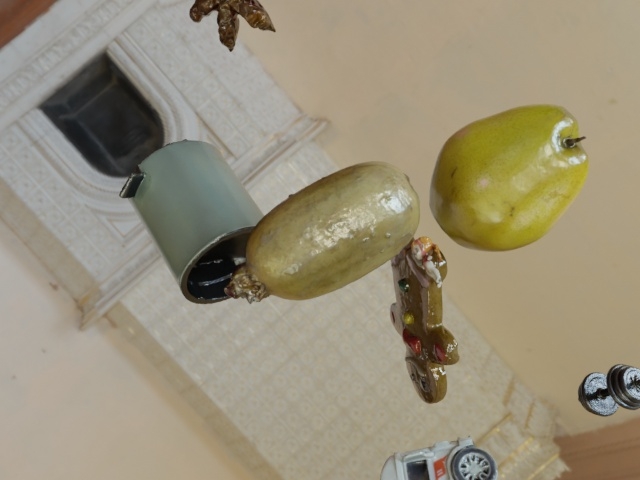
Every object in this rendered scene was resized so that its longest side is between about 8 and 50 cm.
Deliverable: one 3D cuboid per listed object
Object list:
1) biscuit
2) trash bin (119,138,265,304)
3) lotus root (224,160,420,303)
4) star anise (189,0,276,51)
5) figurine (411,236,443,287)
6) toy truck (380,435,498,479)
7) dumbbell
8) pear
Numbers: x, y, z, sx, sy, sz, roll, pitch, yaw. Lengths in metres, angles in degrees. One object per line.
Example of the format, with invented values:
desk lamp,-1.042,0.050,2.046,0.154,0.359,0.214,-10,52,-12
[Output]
biscuit,0.224,0.193,1.523,0.064,0.431,0.283,-12,-161,-18
trash bin,-0.236,-0.039,1.311,0.277,0.262,0.217,1,134,-47
lotus root,0.000,0.000,1.026,0.343,0.169,0.151,-30,-156,-5
star anise,-0.167,-0.445,1.183,0.196,0.213,0.111,-47,-143,47
figurine,0.204,0.039,1.204,0.047,0.064,0.109,-20,-131,1
toy truck,0.184,0.500,0.961,0.207,0.173,0.387,-8,-133,5
dumbbell,0.630,0.324,1.404,0.099,0.099,0.208,-45,177,-31
pear,0.376,-0.129,1.337,0.285,0.285,0.336,-46,161,-40
